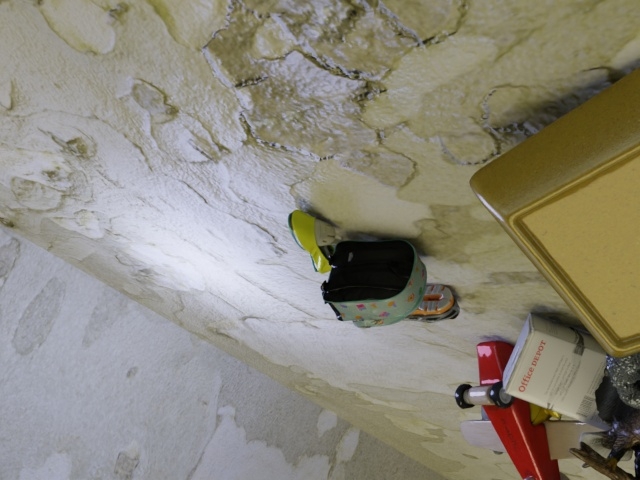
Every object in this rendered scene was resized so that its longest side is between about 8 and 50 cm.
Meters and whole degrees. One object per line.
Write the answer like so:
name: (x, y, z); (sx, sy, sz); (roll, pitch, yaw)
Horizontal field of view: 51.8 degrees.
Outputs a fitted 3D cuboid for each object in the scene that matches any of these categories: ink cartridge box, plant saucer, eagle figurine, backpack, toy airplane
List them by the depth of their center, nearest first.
plant saucer: (0.383, -0.008, 0.762); (0.333, 0.081, 0.333); (48, 134, -8)
eagle figurine: (0.611, 0.317, 1.193); (0.225, 0.298, 0.226); (25, 168, 40)
backpack: (0.117, 0.084, 1.302); (0.188, 0.166, 0.144); (-12, 134, 33)
ink cartridge box: (0.496, 0.262, 1.324); (0.218, 0.158, 0.092); (19, -160, 7)
toy airplane: (0.516, 0.444, 1.556); (0.386, 0.272, 0.384); (33, 137, 34)

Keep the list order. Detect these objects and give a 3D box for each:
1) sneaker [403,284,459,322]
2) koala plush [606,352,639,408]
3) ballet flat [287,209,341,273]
sneaker: (0.209, 0.148, 1.459); (0.215, 0.084, 0.083); (-2, 151, 42)
koala plush: (0.556, 0.148, 0.992); (0.221, 0.196, 0.203); (-6, 155, 33)
ballet flat: (0.000, 0.000, 1.369); (0.077, 0.077, 0.231); (-7, 150, 13)
